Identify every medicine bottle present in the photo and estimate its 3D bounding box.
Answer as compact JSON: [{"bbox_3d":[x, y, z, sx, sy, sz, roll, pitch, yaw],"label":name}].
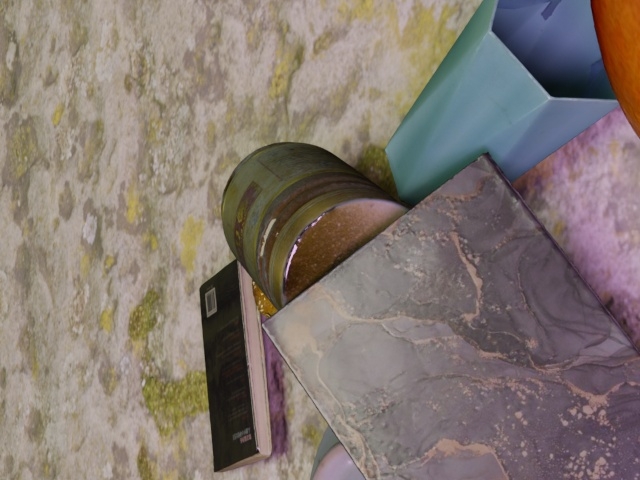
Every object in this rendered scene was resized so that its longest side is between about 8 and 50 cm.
[{"bbox_3d":[0.000,0.000,1.512,0.322,0.151,0.151,-136,55,-70],"label":"medicine bottle"}]

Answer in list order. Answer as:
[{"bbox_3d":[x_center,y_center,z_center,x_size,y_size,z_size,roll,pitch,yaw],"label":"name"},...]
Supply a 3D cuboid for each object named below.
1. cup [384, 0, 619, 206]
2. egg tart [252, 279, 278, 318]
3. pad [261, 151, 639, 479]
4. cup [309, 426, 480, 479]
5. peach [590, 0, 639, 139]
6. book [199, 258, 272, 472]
[{"bbox_3d":[0.153,-0.121,1.380,0.235,0.134,0.148,-46,19,53],"label":"cup"},{"bbox_3d":[-0.038,0.045,1.726,0.130,0.052,0.130,-10,78,59],"label":"egg tart"},{"bbox_3d":[0.141,0.139,1.266,0.248,0.007,0.367,-38,70,10],"label":"pad"},{"bbox_3d":[0.095,0.258,1.394,0.347,0.163,0.347,-13,75,58],"label":"cup"},{"bbox_3d":[0.329,-0.123,0.957,0.306,0.380,0.242,-24,63,25],"label":"peach"},{"bbox_3d":[-0.102,0.148,1.820,0.160,0.024,0.228,147,119,-62],"label":"book"}]
